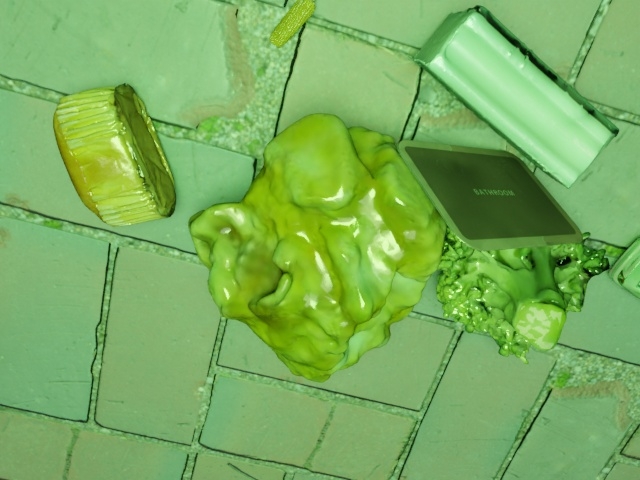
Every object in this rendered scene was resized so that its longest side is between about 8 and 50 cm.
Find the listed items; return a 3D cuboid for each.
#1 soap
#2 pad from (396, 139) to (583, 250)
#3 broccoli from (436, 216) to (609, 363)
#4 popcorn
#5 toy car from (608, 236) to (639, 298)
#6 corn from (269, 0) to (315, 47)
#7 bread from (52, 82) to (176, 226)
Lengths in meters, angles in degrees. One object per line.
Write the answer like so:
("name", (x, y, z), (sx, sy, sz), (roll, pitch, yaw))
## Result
("soap", (0.242, -0.185, 0.653), (0.261, 0.150, 0.094), (34, 105, -12))
("pad", (0.224, -0.061, 0.644), (0.266, 0.176, 0.002), (-3, 143, -36))
("broccoli", (0.282, 0.054, 0.701), (0.247, 0.243, 0.263), (-19, 104, 13))
("popcorn", (0.006, 0.004, 0.696), (0.334, 0.292, 0.293), (-41, 151, 9))
("toy car", (0.574, 0.082, 0.801), (0.224, 0.076, 0.090), (29, 108, -11))
("corn", (-0.036, -0.297, 0.676), (0.027, 0.028, 0.083), (40, 111, -20))
("bread", (-0.282, -0.114, 0.696), (0.114, 0.132, 0.191), (-11, 108, 4))
